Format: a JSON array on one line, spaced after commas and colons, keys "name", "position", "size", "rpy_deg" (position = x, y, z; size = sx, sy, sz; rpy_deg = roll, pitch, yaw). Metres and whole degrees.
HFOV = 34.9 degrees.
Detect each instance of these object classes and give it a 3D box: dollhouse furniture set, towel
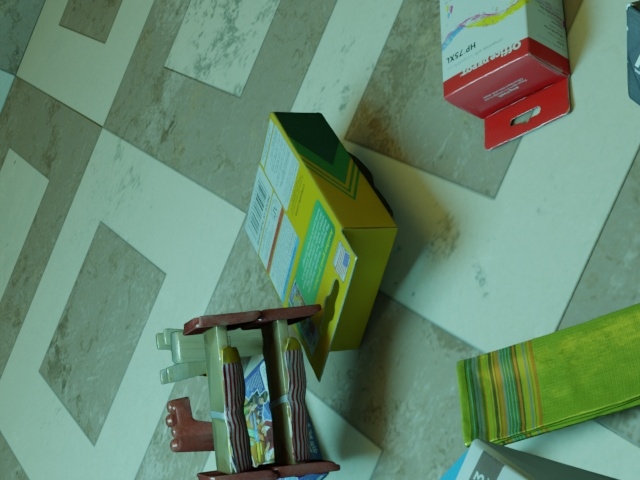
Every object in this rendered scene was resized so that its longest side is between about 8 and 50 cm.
[{"name": "dollhouse furniture set", "position": [-0.109, 0.202, 1.334], "size": [0.374, 0.152, 0.201], "rpy_deg": [152, 113, -72]}, {"name": "towel", "position": [0.244, 0.132, 1.010], "size": [0.237, 0.021, 0.102], "rpy_deg": [-23, 53, 26]}]

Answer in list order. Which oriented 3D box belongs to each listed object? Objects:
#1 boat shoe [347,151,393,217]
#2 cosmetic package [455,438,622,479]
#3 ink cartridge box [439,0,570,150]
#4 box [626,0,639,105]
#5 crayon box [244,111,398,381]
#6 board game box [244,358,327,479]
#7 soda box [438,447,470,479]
[{"name": "boat shoe", "position": [0.047, -0.069, 1.385], "size": [0.048, 0.056, 0.153], "rpy_deg": [-48, 49, 21]}, {"name": "cosmetic package", "position": [0.231, 0.293, 0.700], "size": [0.156, 0.385, 0.217], "rpy_deg": [29, 97, 54]}, {"name": "ink cartridge box", "position": [0.218, -0.240, 1.223], "size": [0.134, 0.078, 0.231], "rpy_deg": [-25, 56, 44]}, {"name": "box", "position": [0.441, -0.100, 0.663], "size": [0.318, 0.097, 0.395], "rpy_deg": [-19, 34, -8]}, {"name": "crayon box", "position": [0.000, 0.000, 1.334], "size": [0.323, 0.083, 0.203], "rpy_deg": [-119, 35, -46]}, {"name": "board game box", "position": [-0.069, 0.271, 1.391], "size": [0.136, 0.035, 0.201], "rpy_deg": [-48, 42, 28]}, {"name": "soda box", "position": [0.194, 0.309, 1.007], "size": [0.071, 0.067, 0.210], "rpy_deg": [-52, 40, 22]}]
